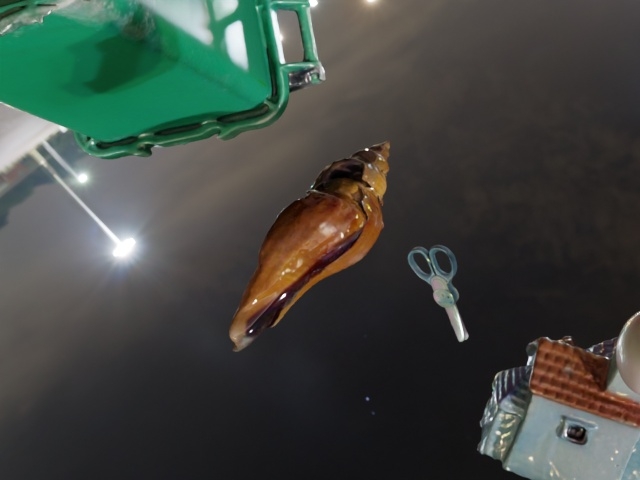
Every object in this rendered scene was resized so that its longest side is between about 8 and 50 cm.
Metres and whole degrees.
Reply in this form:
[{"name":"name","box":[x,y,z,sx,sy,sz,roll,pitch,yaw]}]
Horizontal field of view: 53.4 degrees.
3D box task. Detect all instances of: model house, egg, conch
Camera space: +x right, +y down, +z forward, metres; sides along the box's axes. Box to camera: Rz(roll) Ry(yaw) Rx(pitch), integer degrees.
[{"name":"model house","box":[0.482,0.265,1.174,0.295,0.329,0.251,16,-151,13]},{"name":"egg","box":[0.478,0.159,0.906,0.103,0.134,0.103,5,-165,-1]},{"name":"conch","box":[0.005,-0.002,0.565,0.080,0.086,0.232,13,-132,28]}]

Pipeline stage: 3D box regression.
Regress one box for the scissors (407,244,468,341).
[{"name":"scissors","box":[0.295,0.126,1.495,0.125,0.255,0.030,-7,-156,48]}]

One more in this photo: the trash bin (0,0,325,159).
[{"name":"trash bin","box":[-0.181,-0.225,0.574,0.296,0.258,0.381,-9,-179,12]}]
